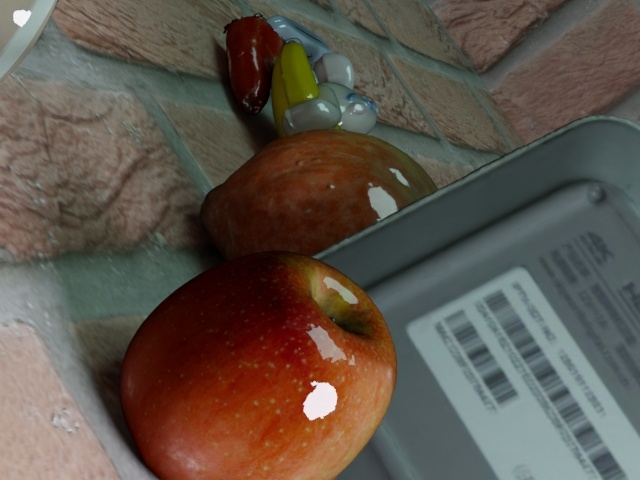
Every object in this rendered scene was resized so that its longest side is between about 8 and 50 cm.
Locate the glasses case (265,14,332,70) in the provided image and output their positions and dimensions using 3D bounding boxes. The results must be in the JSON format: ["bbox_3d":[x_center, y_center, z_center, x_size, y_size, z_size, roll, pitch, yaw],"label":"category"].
[{"bbox_3d":[-0.041,-0.246,1.955,0.045,0.067,0.178,59,17,20],"label":"glasses case"}]

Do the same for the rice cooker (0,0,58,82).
[{"bbox_3d":[-0.261,-0.205,1.114,0.127,0.145,0.206,24,29,-41],"label":"rice cooker"}]

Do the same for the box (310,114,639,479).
[{"bbox_3d":[0.175,0.132,1.163,0.396,0.396,0.111,58,-10,25],"label":"box"}]

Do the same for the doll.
[{"bbox_3d":[0.016,-0.126,1.768,0.237,0.111,0.252,65,19,9],"label":"doll"}]

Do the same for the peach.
[{"bbox_3d":[0.000,0.000,1.382,0.232,0.232,0.232,48,17,-19],"label":"peach"}]

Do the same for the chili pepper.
[{"bbox_3d":[-0.079,-0.192,1.767,0.088,0.065,0.169,45,24,-24],"label":"chili pepper"}]

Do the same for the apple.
[{"bbox_3d":[-0.044,0.098,1.051,0.181,0.168,0.181,39,23,-20],"label":"apple"}]
